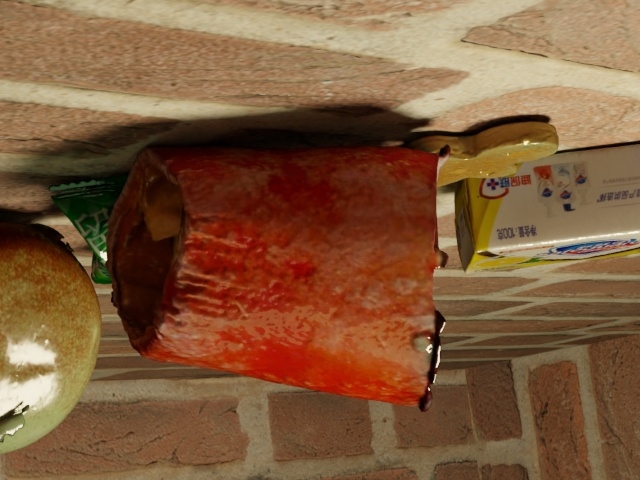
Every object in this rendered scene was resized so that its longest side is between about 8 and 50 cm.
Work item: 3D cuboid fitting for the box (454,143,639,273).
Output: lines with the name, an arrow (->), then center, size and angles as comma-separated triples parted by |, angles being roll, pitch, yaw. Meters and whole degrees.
box -> 0.280, -0.036, 1.819 | 0.265, 0.097, 0.168 | -7, 171, -1

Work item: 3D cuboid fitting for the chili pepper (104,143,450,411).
chili pepper -> -0.034, 0.029, 1.533 | 0.305, 0.229, 0.251 | 3, 156, -11

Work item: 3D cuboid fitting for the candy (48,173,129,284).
candy -> -0.180, -0.014, 1.682 | 0.141, 0.078, 0.203 | -17, 151, -5

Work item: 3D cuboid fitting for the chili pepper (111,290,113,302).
chili pepper -> -0.127, 0.027, 1.910 | 0.136, 0.144, 0.253 | -32, 180, -41

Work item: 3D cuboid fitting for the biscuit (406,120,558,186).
biscuit -> 0.127, -0.079, 1.655 | 0.234, 0.030, 0.153 | -16, 168, 40

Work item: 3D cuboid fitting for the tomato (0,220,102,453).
tomato -> -0.383, 0.105, 1.737 | 0.303, 0.239, 0.303 | -5, 174, -1
